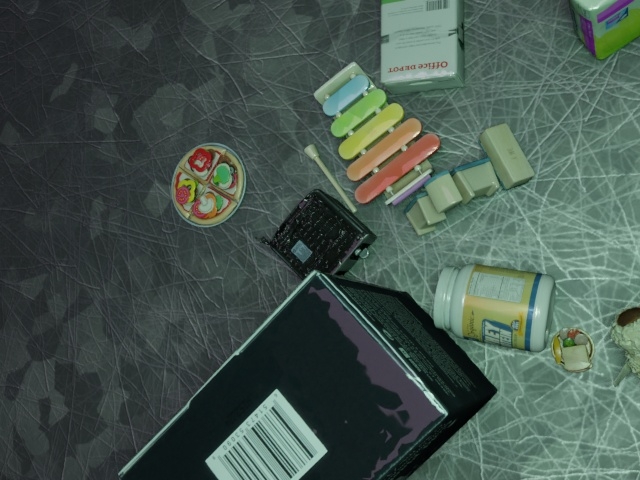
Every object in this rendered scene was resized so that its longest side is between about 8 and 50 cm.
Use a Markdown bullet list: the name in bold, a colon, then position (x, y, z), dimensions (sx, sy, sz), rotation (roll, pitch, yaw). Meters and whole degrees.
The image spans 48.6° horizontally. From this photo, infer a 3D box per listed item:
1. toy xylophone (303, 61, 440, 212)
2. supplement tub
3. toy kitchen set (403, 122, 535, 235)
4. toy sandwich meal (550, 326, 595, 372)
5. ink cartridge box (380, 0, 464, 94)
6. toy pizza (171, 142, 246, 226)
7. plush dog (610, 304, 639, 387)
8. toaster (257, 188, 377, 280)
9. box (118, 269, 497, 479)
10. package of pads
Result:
- **toy xylophone**: position (0.094, -0.197, 1.481), dimensions (0.236, 0.081, 0.322), rotation (-45, 68, 12)
- **supplement tub**: position (0.323, 0.121, 1.312), dimensions (0.200, 0.144, 0.144), rotation (8, 86, 23)
- **toy kitchen set**: position (0.279, -0.118, 1.408), dimensions (0.207, 0.166, 0.122), rotation (-18, 74, -19)
- **toy sandwich meal**: position (0.464, 0.201, 1.305), dimensions (0.086, 0.029, 0.085), rotation (-3, 82, 22)
- **ink cartridge box**: position (0.211, -0.421, 1.457), dimensions (0.160, 0.093, 0.219), rotation (-1, 83, 23)
- **toy pizza**: position (-0.266, -0.131, 1.647), dimensions (0.201, 0.032, 0.201), rotation (-3, 82, 22)
- **plush dog**: position (0.624, 0.204, 1.133), dimensions (0.225, 0.263, 0.210), rotation (29, 127, 58)
- **toaster**: position (0.000, 0.000, 1.478), dimensions (0.186, 0.110, 0.168), rotation (43, 99, 21)
- **box**: position (0.010, 0.330, 1.235), dimensions (0.480, 0.472, 0.297), rotation (-47, 70, 10)
- **package of pads**: position (0.582, -0.470, 1.239), dimensions (0.297, 0.229, 0.101), rotation (-36, 69, 15)
